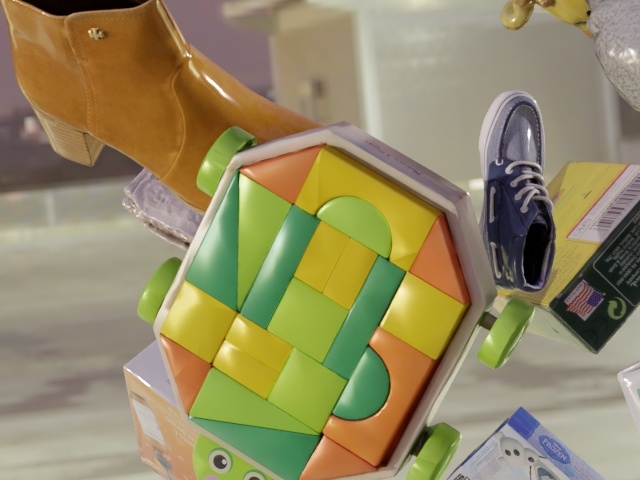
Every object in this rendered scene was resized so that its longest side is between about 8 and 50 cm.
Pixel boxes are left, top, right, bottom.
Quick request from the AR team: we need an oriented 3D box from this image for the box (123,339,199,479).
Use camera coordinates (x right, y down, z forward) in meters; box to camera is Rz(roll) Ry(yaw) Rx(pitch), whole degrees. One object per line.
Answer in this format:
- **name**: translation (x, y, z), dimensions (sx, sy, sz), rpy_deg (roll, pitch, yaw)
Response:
- **box**: translation (-0.122, 0.189, 2.048), dimensions (0.130, 0.170, 0.091), rpy_deg (34, 58, 29)

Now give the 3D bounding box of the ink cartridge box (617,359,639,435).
- **ink cartridge box**: translation (0.314, 0.176, 1.452), dimensions (0.056, 0.224, 0.181), rpy_deg (-24, -5, 35)

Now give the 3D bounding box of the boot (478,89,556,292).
- **boot**: translation (0.192, -0.045, 1.831), dimensions (0.069, 0.190, 0.086), rpy_deg (2, 3, -25)

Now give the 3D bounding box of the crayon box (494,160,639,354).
- **crayon box**: translation (0.287, 0.010, 2.147), dimensions (0.202, 0.081, 0.318), rpy_deg (-48, 12, -5)

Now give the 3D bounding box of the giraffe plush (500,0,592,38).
- **giraffe plush**: translation (0.232, -0.224, 1.521), dimensions (0.210, 0.181, 0.170), rpy_deg (26, 51, 15)

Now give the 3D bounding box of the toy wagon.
- **toy wagon**: translation (-0.011, 0.087, 1.481), dimensions (0.267, 0.344, 0.068), rpy_deg (31, 21, 11)

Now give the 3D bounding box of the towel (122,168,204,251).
- **towel**: translation (-0.062, -0.039, 2.166), dimensions (0.282, 0.049, 0.187), rpy_deg (28, 58, 20)

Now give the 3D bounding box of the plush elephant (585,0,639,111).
- **plush elephant**: translation (0.252, -0.217, 1.104), dimensions (0.255, 0.272, 0.330), rpy_deg (-32, -18, 15)

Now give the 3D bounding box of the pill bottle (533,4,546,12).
- **pill bottle**: translation (0.331, -0.295, 2.013), dimensions (0.272, 0.152, 0.152), rpy_deg (2, 6, 41)

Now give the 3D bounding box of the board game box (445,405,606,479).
- **board game box**: translation (0.129, 0.152, 1.171), dimensions (0.020, 0.090, 0.090), rpy_deg (-46, -4, -38)

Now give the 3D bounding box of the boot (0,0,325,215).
- **boot**: translation (-0.110, -0.121, 1.553), dimensions (0.295, 0.104, 0.211), rpy_deg (12, -32, 12)
